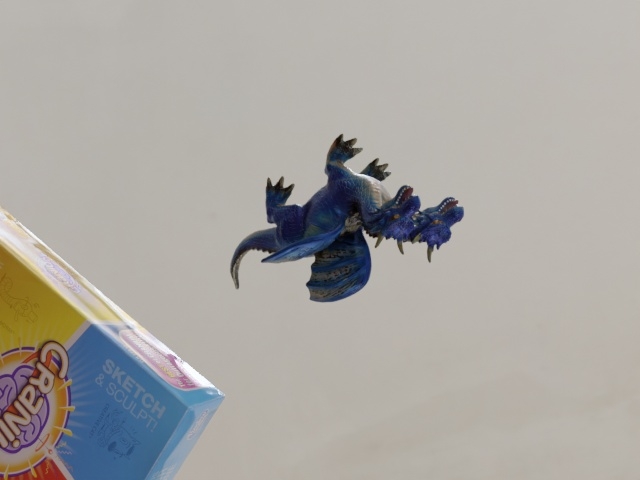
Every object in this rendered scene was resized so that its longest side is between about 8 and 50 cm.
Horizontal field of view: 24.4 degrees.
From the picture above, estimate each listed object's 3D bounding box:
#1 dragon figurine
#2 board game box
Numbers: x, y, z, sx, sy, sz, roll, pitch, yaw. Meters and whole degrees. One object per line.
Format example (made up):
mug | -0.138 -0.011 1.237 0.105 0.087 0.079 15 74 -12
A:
dragon figurine | 0.000 0.000 1.383 0.289 0.085 0.144 -30 -140 28
board game box | -0.271 0.142 1.349 0.316 0.064 0.242 37 -71 18
